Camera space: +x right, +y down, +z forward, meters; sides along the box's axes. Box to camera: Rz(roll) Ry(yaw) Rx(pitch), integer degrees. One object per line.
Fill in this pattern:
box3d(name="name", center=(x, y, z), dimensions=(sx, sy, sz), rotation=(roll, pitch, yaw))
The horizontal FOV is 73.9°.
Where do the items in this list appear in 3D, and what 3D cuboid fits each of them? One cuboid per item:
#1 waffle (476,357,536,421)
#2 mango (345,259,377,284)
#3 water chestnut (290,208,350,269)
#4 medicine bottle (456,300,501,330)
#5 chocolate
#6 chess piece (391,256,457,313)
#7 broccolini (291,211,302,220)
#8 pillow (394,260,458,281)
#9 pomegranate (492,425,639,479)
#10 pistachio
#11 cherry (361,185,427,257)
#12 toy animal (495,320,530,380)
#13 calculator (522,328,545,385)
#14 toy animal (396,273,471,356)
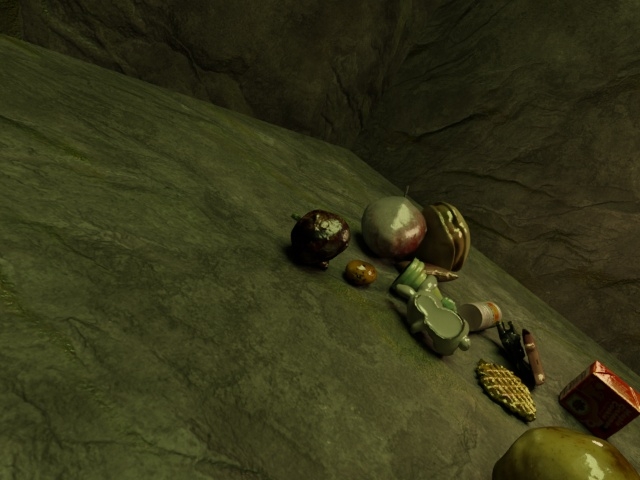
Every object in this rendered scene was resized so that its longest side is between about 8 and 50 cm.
box3d(name="waffle", center=(0.684, 0.544, 1.567), dimensions=(0.245, 0.052, 0.254), rotation=(35, 22, 9))
box3d(name="mango", center=(0.168, 0.127, 1.692), dimensions=(0.115, 0.090, 0.178), rotation=(36, 12, 28))
box3d(name="water chestnut", center=(0.000, 0.000, 1.580), dimensions=(0.224, 0.223, 0.238), rotation=(-97, 163, -64))
box3d(name="medicine bottle", center=(0.726, 0.345, 1.950), dimensions=(0.249, 0.133, 0.133), rotation=(8, 32, -48))
box3d(name="chocolate", center=(1.133, 0.655, 1.720), dimensions=(0.108, 0.237, 0.235), rotation=(-10, 47, -47))
box3d(name="chess piece", center=(0.457, 0.227, 1.788), dimensions=(0.298, 0.176, 0.176), rotation=(41, 21, 6))
box3d(name="broccolini", center=(-0.013, -0.055, 1.878), dimensions=(0.254, 0.057, 0.071), rotation=(38, -22, 5))
box3d(name="pillow", center=(0.499, 0.150, 2.028), dimensions=(0.223, 0.084, 0.236), rotation=(10, 0, -22))
box3d(name="pomegranate", center=(0.552, 0.593, 0.951), dimensions=(0.332, 0.333, 0.332), rotation=(28, 21, -12))
box3d(name="pistachio", center=(0.616, 0.003, 2.206), dimensions=(0.281, 0.446, 0.365), rotation=(-15, 56, -9))
box3d(name="cherry", center=(0.341, -0.068, 2.089), dimensions=(0.334, 0.291, 0.326), rotation=(-22, 56, -36))
box3d(name="toy animal", center=(0.845, 0.463, 1.862), dimensions=(0.137, 0.082, 0.270), rotation=(58, 18, -34))
box3d(name="calculator", center=(0.920, 0.497, 1.847), dimensions=(0.329, 0.048, 0.220), rotation=(2, 71, -69))
box3d(name="toy animal", center=(0.421, 0.272, 1.592), dimensions=(0.154, 0.208, 0.325), rotation=(81, -6, -58))
